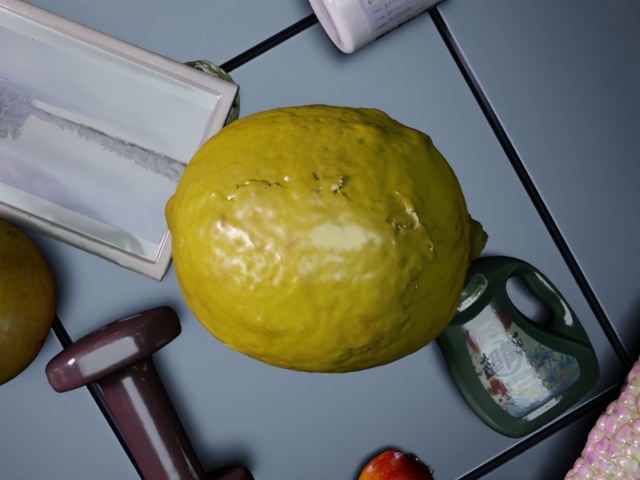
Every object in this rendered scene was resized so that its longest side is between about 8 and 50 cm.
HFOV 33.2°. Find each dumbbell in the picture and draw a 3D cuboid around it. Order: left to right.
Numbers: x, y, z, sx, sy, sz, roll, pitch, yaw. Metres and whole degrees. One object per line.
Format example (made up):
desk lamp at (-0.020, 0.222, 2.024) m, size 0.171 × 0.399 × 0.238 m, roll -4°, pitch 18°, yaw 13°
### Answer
dumbbell at (-0.163, 0.186, 1.050) m, size 0.140 × 0.124 × 0.225 m, roll -26°, pitch 94°, yaw -3°

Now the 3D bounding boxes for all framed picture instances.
framed picture at (-0.252, -0.110, 1.072) m, size 0.289 × 0.016 × 0.213 m, roll 22°, pitch 92°, yaw -1°

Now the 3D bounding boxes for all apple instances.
apple at (-0.343, 0.054, 1.014) m, size 0.182 × 0.155 × 0.183 m, roll 0°, pitch 90°, yaw -6°

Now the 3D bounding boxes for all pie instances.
pie at (-0.121, -0.142, 1.092) m, size 0.084 × 0.021 × 0.084 m, roll 0°, pitch 93°, yaw -5°

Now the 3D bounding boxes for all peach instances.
peach at (0.081, 0.268, 1.104) m, size 0.098 × 0.061 × 0.098 m, roll 0°, pitch 95°, yaw 2°

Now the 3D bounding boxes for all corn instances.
corn at (0.349, 0.185, 1.094) m, size 0.126 × 0.126 × 0.335 m, roll 35°, pitch 89°, yaw -5°

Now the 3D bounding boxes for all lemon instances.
lemon at (-0.002, 0.000, 0.994) m, size 0.283 × 0.260 × 0.261 m, roll 18°, pitch 91°, yaw -9°

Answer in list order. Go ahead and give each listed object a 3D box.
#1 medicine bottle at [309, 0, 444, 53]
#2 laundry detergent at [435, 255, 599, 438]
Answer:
medicine bottle at (0.081, -0.272, 1.063) m, size 0.186 × 0.103 × 0.103 m, roll -30°, pitch 94°, yaw -2°
laundry detergent at (0.180, 0.081, 1.100) m, size 0.144 × 0.078 × 0.222 m, roll -33°, pitch 92°, yaw -4°
